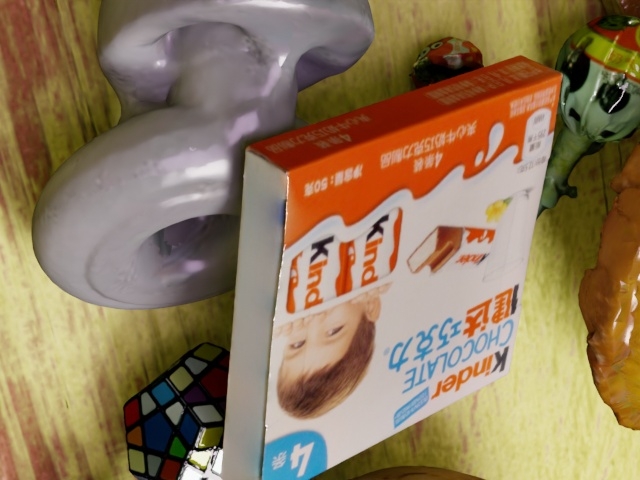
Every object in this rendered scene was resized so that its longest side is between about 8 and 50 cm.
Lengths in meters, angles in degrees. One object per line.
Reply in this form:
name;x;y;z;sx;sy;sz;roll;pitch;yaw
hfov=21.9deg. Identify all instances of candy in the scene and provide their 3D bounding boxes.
candy;0.172;-0.035;1.263;0.083;0.091;0.305;22;114;-14
candy;0.147;-0.115;1.262;0.184;0.049;0.055;12;140;-33

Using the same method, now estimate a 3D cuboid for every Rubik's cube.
Rubik's cube;-0.082;0.141;1.223;0.112;0.133;0.133;1;111;-50

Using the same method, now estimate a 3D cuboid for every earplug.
earplug;-0.081;-0.088;1.118;0.214;0.175;0.325;2;118;-38

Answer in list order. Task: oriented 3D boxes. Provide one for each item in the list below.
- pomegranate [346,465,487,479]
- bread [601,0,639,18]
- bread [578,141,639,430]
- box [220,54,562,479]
pomegranate;0.074;0.315;1.251;0.307;0.307;0.307;-7;112;-19
bread;0.272;-0.180;1.284;0.094;0.035;0.090;-29;117;-9
bread;0.369;-0.002;1.249;0.398;0.215;0.398;-31;137;-35
box;0.051;0.024;1.158;0.273;0.048;0.265;-23;131;-39
